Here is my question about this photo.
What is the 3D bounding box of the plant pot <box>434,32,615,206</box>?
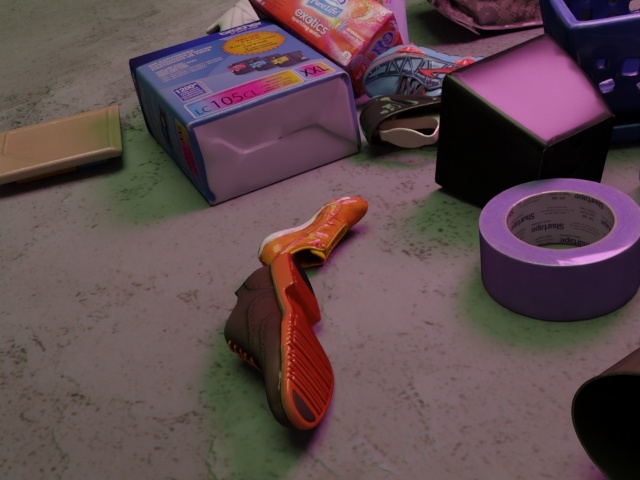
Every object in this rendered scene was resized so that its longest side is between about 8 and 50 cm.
[{"bbox_3d":[0.281,-0.137,1.206,0.188,0.187,0.167,-24,47,-22],"label":"plant pot"}]

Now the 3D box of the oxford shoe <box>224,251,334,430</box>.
[{"bbox_3d":[-0.051,0.121,0.991,0.098,0.097,0.271,-27,27,10],"label":"oxford shoe"}]

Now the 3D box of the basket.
[{"bbox_3d":[0.373,0.132,0.794,0.204,0.154,0.227,24,42,39],"label":"basket"}]

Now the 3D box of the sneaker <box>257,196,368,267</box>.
[{"bbox_3d":[0.000,0.000,1.184,0.175,0.064,0.067,-34,59,-24],"label":"sneaker"}]

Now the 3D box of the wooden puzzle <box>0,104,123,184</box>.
[{"bbox_3d":[-0.454,-0.162,1.558,0.220,0.044,0.239,-14,29,-6],"label":"wooden puzzle"}]

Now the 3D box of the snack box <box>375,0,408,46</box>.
[{"bbox_3d":[0.064,-0.429,1.697,0.207,0.175,0.070,20,43,38],"label":"snack box"}]

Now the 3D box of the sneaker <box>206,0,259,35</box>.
[{"bbox_3d":[-0.127,-0.397,1.792,0.129,0.111,0.297,-36,35,-10],"label":"sneaker"}]

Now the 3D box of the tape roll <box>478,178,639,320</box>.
[{"bbox_3d":[0.284,0.007,1.065,0.188,0.080,0.189,-7,34,5],"label":"tape roll"}]

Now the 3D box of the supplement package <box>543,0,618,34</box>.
[{"bbox_3d":[0.431,-0.354,1.482,0.105,0.179,0.105,-8,33,2],"label":"supplement package"}]

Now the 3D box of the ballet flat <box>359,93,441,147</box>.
[{"bbox_3d":[0.197,-0.178,1.366,0.280,0.095,0.096,-5,43,16],"label":"ballet flat"}]

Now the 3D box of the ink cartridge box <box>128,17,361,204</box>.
[{"bbox_3d":[-0.147,-0.238,1.493,0.270,0.151,0.395,-21,33,-17],"label":"ink cartridge box"}]

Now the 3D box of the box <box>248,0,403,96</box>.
[{"bbox_3d":[0.007,-0.390,1.588,0.257,0.122,0.128,39,87,22],"label":"box"}]

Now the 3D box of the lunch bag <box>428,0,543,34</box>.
[{"bbox_3d":[0.316,-0.518,1.775,0.286,0.169,0.235,-8,33,-6],"label":"lunch bag"}]

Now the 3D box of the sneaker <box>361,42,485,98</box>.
[{"bbox_3d":[0.178,-0.249,1.462,0.261,0.104,0.125,7,39,25],"label":"sneaker"}]

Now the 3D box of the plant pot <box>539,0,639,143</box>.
[{"bbox_3d":[0.458,-0.277,1.328,0.235,0.212,0.236,-7,32,5],"label":"plant pot"}]
